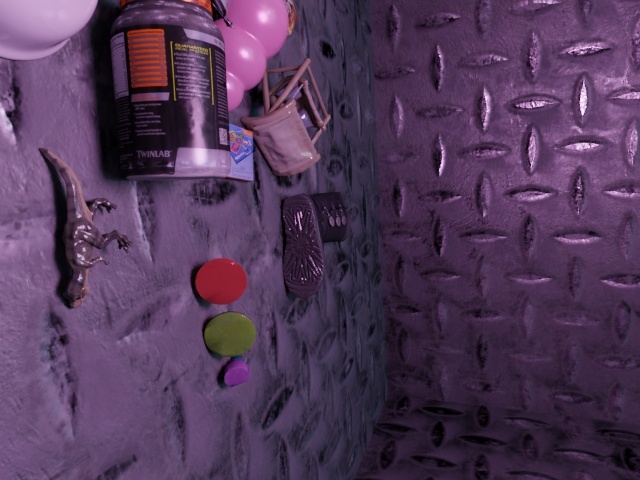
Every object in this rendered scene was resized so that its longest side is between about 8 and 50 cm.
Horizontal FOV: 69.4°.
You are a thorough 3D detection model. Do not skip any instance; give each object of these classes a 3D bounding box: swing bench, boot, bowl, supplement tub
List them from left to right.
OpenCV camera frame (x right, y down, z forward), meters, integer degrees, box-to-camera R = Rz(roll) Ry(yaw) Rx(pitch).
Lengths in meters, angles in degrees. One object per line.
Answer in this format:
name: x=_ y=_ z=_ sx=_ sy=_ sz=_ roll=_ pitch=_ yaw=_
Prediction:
bowl: x=-0.410 y=-0.413 z=0.637 sx=0.298 sy=0.134 sz=0.297 roll=0 pitch=90 yaw=-69
supplement tub: x=-0.281 y=-0.285 z=0.879 sx=0.207 sy=0.207 sz=0.337 roll=-17 pitch=107 yaw=-69
swing bench: x=-0.095 y=-0.376 z=1.442 sx=0.253 sy=0.165 sz=0.254 roll=59 pitch=37 yaw=-55
boot: x=0.000 y=-0.002 z=1.766 sx=0.445 sy=0.146 sz=0.366 roll=-20 pitch=110 yaw=-73

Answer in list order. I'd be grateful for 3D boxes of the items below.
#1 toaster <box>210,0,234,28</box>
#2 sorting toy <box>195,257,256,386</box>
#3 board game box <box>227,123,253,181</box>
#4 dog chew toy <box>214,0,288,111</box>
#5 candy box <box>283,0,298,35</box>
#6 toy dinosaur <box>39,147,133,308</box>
toaster: x=-0.278 y=-0.528 z=0.939 sx=0.185 sy=0.168 sz=0.110 roll=58 pitch=37 yaw=-54
sorting toy: x=-0.238 y=0.195 z=1.201 sx=0.126 sy=0.127 sz=0.365 roll=-119 pitch=-158 yaw=-67
board game box: x=-0.255 y=-0.237 z=1.209 sx=0.281 sy=0.027 sz=0.144 roll=-5 pitch=97 yaw=-70
dog chew toy: x=-0.208 y=-0.452 z=1.097 sx=0.331 sy=0.207 sz=0.207 roll=-69 pitch=156 yaw=-7
candy box: x=-0.134 y=-0.776 z=1.495 sx=0.186 sy=0.053 sz=0.109 roll=67 pitch=29 yaw=-49
toy dinosaur: x=-0.395 y=-0.022 z=0.791 sx=0.118 sy=0.064 sz=0.267 roll=-17 pitch=103 yaw=-62
